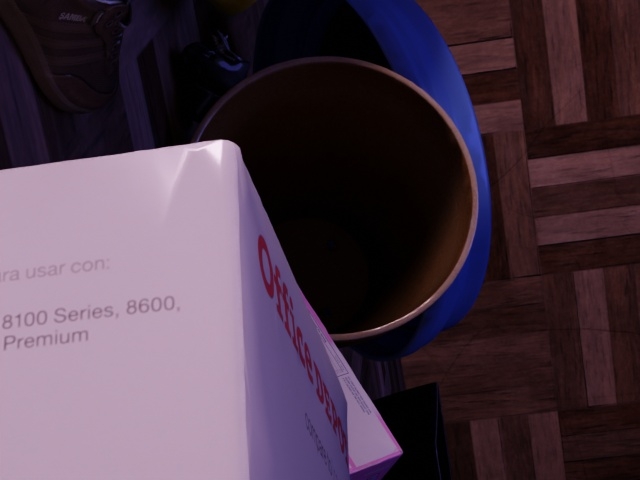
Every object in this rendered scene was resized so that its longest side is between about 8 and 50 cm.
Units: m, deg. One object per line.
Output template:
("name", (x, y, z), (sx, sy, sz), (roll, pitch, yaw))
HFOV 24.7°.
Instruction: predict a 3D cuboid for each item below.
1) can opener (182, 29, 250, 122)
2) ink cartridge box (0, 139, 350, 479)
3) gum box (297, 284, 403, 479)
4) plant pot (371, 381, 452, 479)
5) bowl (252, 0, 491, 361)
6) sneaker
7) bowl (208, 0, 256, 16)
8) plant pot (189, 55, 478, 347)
("can opener", (-0.094, -0.146, 1.297), (0.059, 0.073, 0.186), (43, 7, -2))
("ink cartridge box", (-0.073, 0.201, 0.573), (0.285, 0.166, 0.395), (71, 13, -61))
("gum box", (-0.038, 0.099, 0.967), (0.188, 0.062, 0.107), (57, -41, 23))
("plant pot", (0.056, 0.278, 1.560), (0.188, 0.167, 0.187), (-75, 157, -74))
("bowl", (0.046, -0.077, 1.461), (0.391, 0.077, 0.391), (47, -36, 50))
("sneaker", (-0.133, -0.127, 0.826), (0.188, 0.071, 0.066), (64, 20, -68))
("bowl", (-0.056, -0.346, 1.213), (0.156, 0.289, 0.289), (34, 26, -17))
("plant pot", (0.000, 0.000, 1.271), (0.254, 0.237, 0.237), (102, -17, -73))
